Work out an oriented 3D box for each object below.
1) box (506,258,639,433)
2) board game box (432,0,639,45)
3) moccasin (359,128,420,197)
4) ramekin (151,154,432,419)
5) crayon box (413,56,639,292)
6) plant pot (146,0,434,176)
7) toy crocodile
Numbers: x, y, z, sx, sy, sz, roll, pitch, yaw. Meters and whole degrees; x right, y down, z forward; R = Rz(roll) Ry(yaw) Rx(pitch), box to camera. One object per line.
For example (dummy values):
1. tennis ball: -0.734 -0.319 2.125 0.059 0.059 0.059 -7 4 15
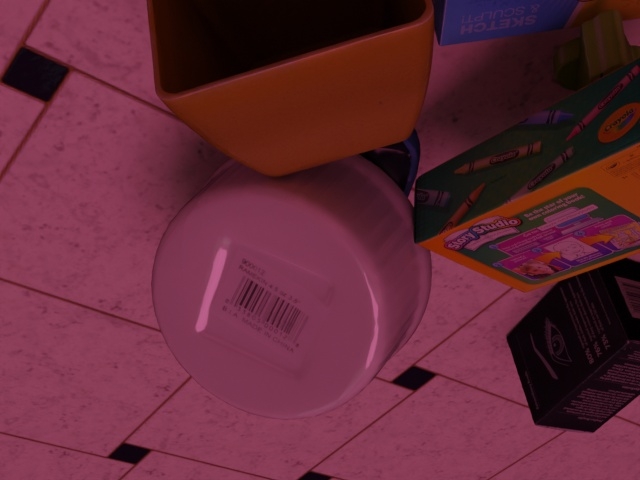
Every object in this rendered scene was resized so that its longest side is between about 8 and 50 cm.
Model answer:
1. box: 0.368 0.143 1.216 0.108 0.153 0.207 12 135 -23
2. board game box: 0.257 -0.280 0.747 0.316 0.064 0.242 -8 156 -1
3. moccasin: 0.000 0.000 1.029 0.116 0.138 0.342 19 115 -9
4. ramekin: -0.036 0.045 0.907 0.277 0.135 0.277 7 112 17
5. crayon box: 0.240 -0.046 0.832 0.165 0.081 0.278 23 148 -32
6. plant pot: -0.016 -0.175 0.772 0.212 0.212 0.187 -15 149 6
7. toy crocodile: 0.300 -0.110 0.922 0.105 0.115 0.340 -6 152 12
